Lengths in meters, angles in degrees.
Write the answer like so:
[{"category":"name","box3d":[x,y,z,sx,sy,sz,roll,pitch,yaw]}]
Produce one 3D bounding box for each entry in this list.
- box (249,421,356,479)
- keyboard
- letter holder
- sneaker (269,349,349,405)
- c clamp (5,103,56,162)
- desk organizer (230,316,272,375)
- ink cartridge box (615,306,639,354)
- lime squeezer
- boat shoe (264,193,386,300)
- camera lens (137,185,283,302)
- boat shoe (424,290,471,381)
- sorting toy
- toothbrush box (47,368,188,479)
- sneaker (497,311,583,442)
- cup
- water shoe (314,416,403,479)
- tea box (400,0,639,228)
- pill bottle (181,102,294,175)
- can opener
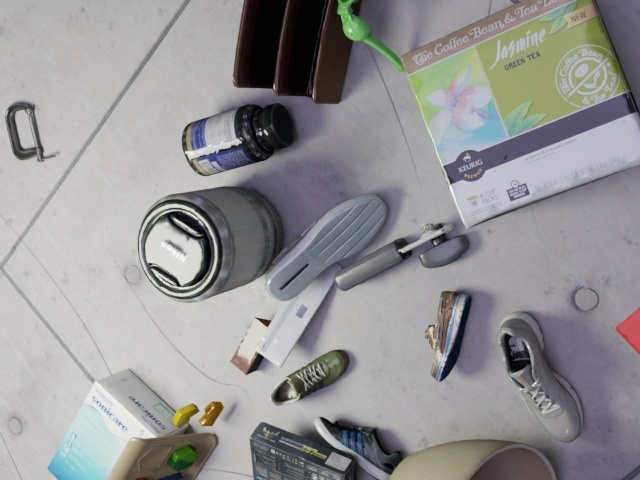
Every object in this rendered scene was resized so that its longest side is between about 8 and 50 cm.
[{"category":"box","box3d":[-0.037,0.503,1.944,0.232,0.059,0.183,16,130,23]},{"category":"keyboard","box3d":[-0.047,0.145,1.927,0.072,0.014,0.256,33,96,12]},{"category":"letter holder","box3d":[-0.040,-0.428,1.755,0.152,0.214,0.302,18,105,22]},{"category":"sneaker","box3d":[-0.030,0.301,1.931,0.192,0.086,0.064,-34,83,26]},{"category":"c clamp","box3d":[-0.712,-0.262,2.215,0.137,0.022,0.161,-15,92,32]},{"category":"desk organizer","box3d":[-0.144,0.229,1.999,0.050,0.047,0.130,37,111,19]},{"category":"ink cartridge box","box3d":[0.666,0.192,1.599,0.232,0.066,0.189,47,114,8]},{"category":"lime squeezer","box3d":[0.082,-0.446,1.696,0.110,0.059,0.310,-25,111,-12]},{"category":"boat shoe","box3d":[0.000,0.000,1.858,0.302,0.094,0.109,-38,120,8]},{"category":"camera lens","box3d":[-0.226,0.002,1.876,0.219,0.274,0.219,4,99,25]},{"category":"boat shoe","box3d":[0.245,0.187,1.800,0.066,0.066,0.183,19,96,27]},{"category":"sorting toy","box3d":[-0.343,0.488,2.042,0.041,0.229,0.307,50,118,39]},{"category":"toothbrush box","box3d":[-0.485,0.491,2.158,0.216,0.126,0.295,38,112,17]},{"category":"sneaker","box3d":[0.399,0.268,1.701,0.099,0.121,0.262,-31,84,27]},{"category":"cup","box3d":[0.260,0.519,1.728,0.237,0.331,0.331,9,103,51]},{"category":"water shoe","box3d":[0.082,0.422,1.917,0.203,0.073,0.080,36,90,12]},{"category":"tea box","box3d":[0.364,-0.232,1.576,0.329,0.220,0.323,-22,87,22]},{"category":"pill bottle","box3d":[-0.171,-0.215,1.902,0.219,0.123,0.123,-12,92,26]},{"category":"can opener","box3d":[0.155,0.039,1.810,0.280,0.074,0.093,-24,88,27]}]
